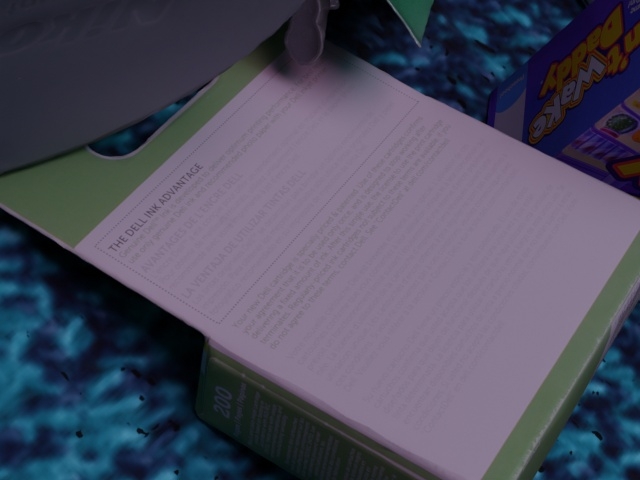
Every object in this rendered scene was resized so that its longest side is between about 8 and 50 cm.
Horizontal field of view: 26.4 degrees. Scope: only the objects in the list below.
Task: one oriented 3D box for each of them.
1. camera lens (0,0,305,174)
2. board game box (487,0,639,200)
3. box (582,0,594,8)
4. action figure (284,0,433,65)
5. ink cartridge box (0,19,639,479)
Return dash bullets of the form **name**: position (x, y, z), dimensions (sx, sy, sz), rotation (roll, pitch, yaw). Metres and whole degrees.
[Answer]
- **camera lens**: position (-0.136, -0.182, 0.451), dimensions (0.219, 0.219, 0.274), rotation (-18, 75, -36)
- **board game box**: position (0.280, -0.028, 0.606), dimensions (0.347, 0.233, 0.078), rotation (23, 55, -18)
- **box**: position (0.269, -0.162, 0.726), dimensions (0.232, 0.148, 0.127), rotation (-19, 75, -37)
- **action figure**: position (0.028, -0.157, 0.629), dimensions (0.137, 0.063, 0.232), rotation (35, 42, 7)
- **ink cartridge box**: position (0.000, 0.000, 0.542), dimensions (0.235, 0.056, 0.171), rotation (28, 49, 16)
